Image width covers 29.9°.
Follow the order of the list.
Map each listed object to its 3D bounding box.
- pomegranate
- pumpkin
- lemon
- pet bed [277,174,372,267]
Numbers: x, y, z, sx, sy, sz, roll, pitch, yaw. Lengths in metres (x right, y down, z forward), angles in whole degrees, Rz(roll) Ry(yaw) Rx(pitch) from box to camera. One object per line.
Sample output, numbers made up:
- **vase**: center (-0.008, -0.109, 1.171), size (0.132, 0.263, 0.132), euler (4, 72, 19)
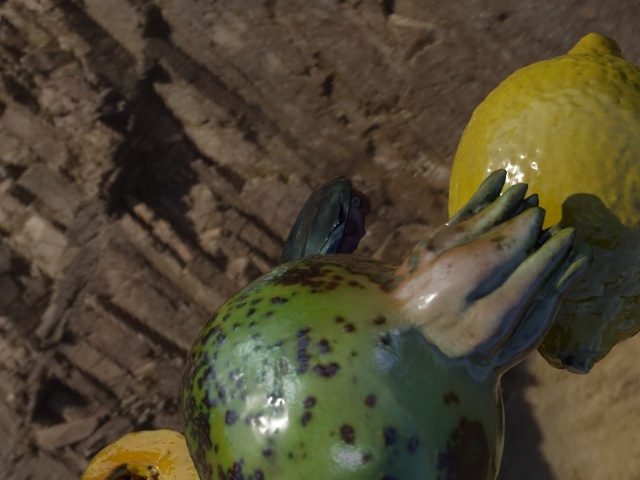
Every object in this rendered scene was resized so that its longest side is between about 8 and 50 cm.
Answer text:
- **pomegranate**: center (0.053, 0.095, 0.759), size (0.277, 0.222, 0.204), euler (-22, 119, 5)
- **pumpkin**: center (-0.214, 0.387, 1.439), size (0.222, 0.317, 0.139), euler (12, 136, 21)
- **lemon**: center (0.181, -0.028, 0.846), size (0.187, 0.187, 0.244), euler (3, 84, 19)
- **pet bed**: center (0.000, 0.000, 1.643), size (0.053, 0.201, 0.201), euler (27, 117, -21)
